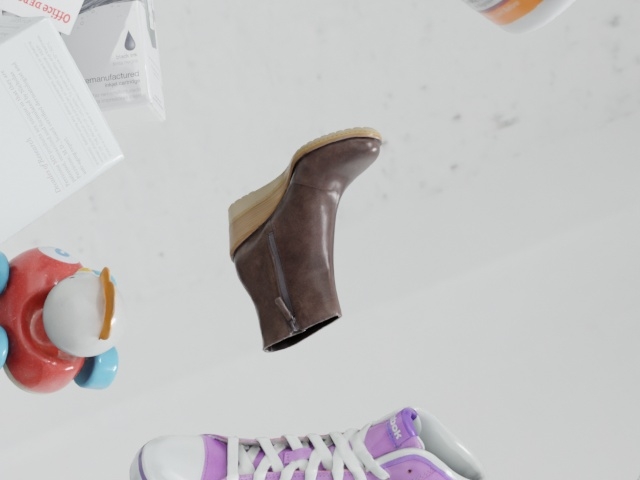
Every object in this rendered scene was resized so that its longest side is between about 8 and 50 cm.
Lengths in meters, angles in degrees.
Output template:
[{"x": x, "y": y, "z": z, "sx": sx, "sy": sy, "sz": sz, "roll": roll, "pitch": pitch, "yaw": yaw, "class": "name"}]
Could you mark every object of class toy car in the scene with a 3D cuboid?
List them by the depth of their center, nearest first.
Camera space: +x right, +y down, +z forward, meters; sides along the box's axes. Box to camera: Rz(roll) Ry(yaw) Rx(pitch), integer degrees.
[{"x": -0.338, "y": 0.088, "z": 1.702, "sx": 0.238, "sy": 0.219, "sz": 0.210, "roll": -24, "pitch": -119, "yaw": 42, "class": "toy car"}]

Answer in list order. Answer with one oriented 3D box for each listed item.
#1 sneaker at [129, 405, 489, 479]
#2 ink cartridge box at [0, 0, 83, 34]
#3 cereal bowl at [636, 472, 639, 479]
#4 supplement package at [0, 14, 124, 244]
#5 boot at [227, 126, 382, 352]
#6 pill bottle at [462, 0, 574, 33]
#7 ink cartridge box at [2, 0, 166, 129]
[{"x": -0.001, "y": 0.177, "z": 1.001, "sx": 0.102, "sy": 0.282, "sz": 0.161, "roll": -97, "pitch": -152, "yaw": -53, "class": "sneaker"}, {"x": -0.344, "y": -0.373, "z": 1.537, "sx": 0.086, "sy": 0.203, "sz": 0.148, "roll": 26, "pitch": 6, "yaw": 27, "class": "ink cartridge box"}, {"x": 0.417, "y": 0.193, "z": 0.979, "sx": 0.339, "sy": 0.339, "sz": 0.141, "roll": 100, "pitch": -1, "yaw": -60, "class": "cereal bowl"}, {"x": -0.233, "y": -0.050, "z": 0.753, "sx": 0.105, "sy": 0.179, "sz": 0.105, "roll": 16, "pitch": -42, "yaw": 51, "class": "supplement package"}, {"x": 0.000, "y": 0.000, "z": 1.500, "sx": 0.090, "sy": 0.248, "sz": 0.206, "roll": 17, "pitch": 48, "yaw": -51, "class": "boot"}, {"x": 0.092, "y": -0.384, "z": 1.127, "sx": 0.392, "sy": 0.224, "sz": 0.224, "roll": 32, "pitch": -8, "yaw": -16, "class": "pill bottle"}, {"x": -0.336, "y": -0.296, "z": 1.746, "sx": 0.115, "sy": 0.198, "sz": 0.272, "roll": 64, "pitch": 18, "yaw": -81, "class": "ink cartridge box"}]
